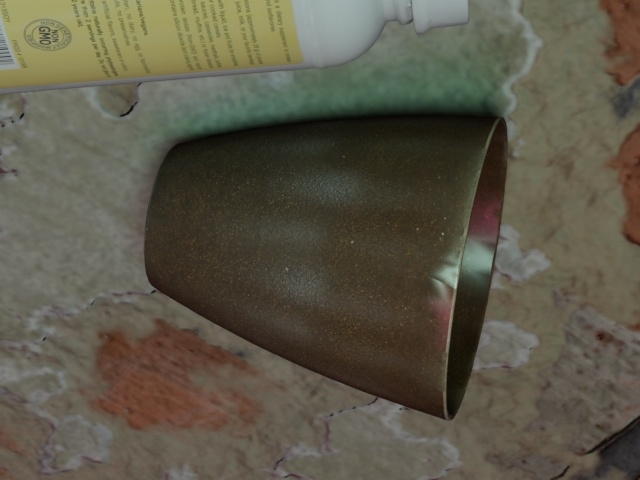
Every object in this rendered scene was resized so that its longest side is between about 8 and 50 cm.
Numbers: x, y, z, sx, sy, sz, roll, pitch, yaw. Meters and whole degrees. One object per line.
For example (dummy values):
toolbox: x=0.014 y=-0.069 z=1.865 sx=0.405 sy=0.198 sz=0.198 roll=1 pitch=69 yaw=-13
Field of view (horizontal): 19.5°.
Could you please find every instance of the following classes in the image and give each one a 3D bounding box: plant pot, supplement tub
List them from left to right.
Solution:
supplement tub: x=-0.086 y=-0.213 z=1.086 sx=0.331 sy=0.241 sz=0.241 roll=-5 pitch=132 yaw=4
plant pot: x=0.000 y=0.000 z=1.323 sx=0.230 sy=0.215 sz=0.215 roll=10 pitch=133 yaw=11
